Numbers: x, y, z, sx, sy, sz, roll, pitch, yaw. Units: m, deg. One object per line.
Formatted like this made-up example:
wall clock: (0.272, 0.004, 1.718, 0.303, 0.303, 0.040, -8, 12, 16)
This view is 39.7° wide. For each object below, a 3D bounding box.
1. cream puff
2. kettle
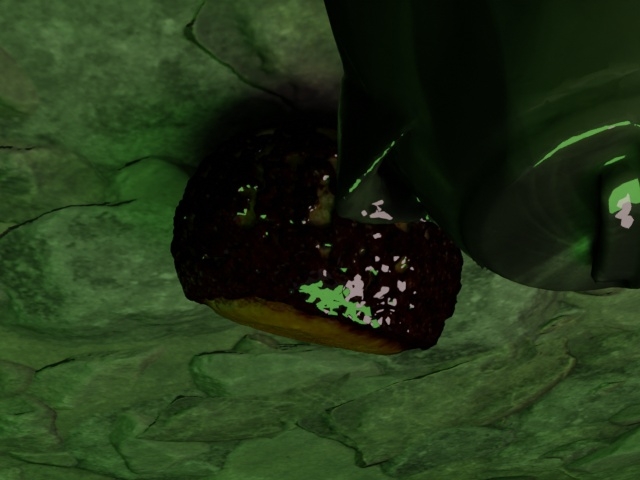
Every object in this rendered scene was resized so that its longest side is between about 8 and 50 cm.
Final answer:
cream puff: (0.000, 0.000, 0.717, 0.239, 0.164, 0.239, 13, 169, 3)
kettle: (0.153, -0.130, 0.443, 0.321, 0.324, 0.228, -10, 145, 4)
